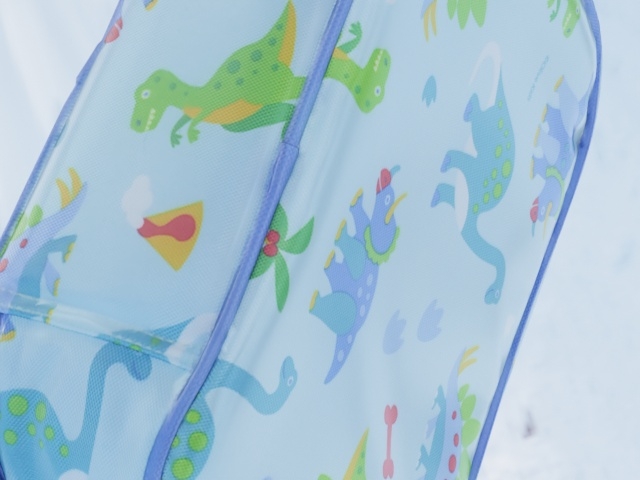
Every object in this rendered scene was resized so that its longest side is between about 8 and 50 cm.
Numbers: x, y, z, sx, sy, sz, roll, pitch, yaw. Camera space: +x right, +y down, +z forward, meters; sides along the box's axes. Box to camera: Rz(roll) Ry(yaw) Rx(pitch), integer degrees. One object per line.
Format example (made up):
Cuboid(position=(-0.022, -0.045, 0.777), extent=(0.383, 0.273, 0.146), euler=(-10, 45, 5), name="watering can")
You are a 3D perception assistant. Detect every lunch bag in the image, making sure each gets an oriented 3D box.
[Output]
Cuboid(position=(0.000, 0.000, 0.518), extent=(0.090, 0.219, 0.176), euler=(12, 165, 33), name="lunch bag")
